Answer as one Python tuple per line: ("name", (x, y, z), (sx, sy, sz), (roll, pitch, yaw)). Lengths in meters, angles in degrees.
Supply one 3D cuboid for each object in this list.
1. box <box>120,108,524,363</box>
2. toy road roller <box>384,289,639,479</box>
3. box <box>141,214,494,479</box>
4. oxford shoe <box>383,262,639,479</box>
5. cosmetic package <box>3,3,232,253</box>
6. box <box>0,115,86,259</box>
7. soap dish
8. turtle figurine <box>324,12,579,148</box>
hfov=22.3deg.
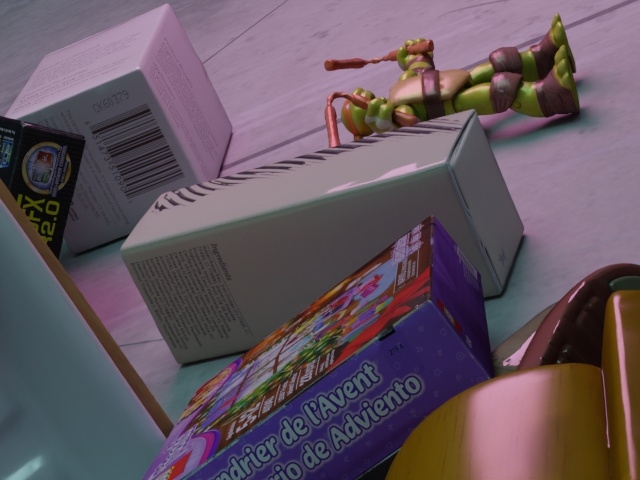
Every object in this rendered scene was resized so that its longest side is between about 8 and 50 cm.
("box", (0.000, 0.000, 1.195), (0.275, 0.113, 0.094), (-13, 25, 25))
("toy road roller", (0.133, 0.091, 0.596), (0.240, 0.330, 0.202), (1, 28, 6))
("box", (0.000, 0.084, 0.928), (0.201, 0.057, 0.293), (-37, 4, 8))
("oxford shoe", (0.074, 0.158, 0.823), (0.348, 0.123, 0.130), (-43, 2, -33))
("cosmetic package", (-0.192, -0.111, 1.574), (0.151, 0.151, 0.184), (-20, 23, 14))
("box", (-0.304, -0.004, 1.411), (0.060, 0.216, 0.270), (13, 2, -32))
("soap dish", (-0.226, 0.120, 0.981), (0.229, 0.291, 0.118), (-36, 5, -21))
("turtle figurine", (0.105, -0.116, 1.363), (0.217, 0.087, 0.269), (-12, 17, 13))
